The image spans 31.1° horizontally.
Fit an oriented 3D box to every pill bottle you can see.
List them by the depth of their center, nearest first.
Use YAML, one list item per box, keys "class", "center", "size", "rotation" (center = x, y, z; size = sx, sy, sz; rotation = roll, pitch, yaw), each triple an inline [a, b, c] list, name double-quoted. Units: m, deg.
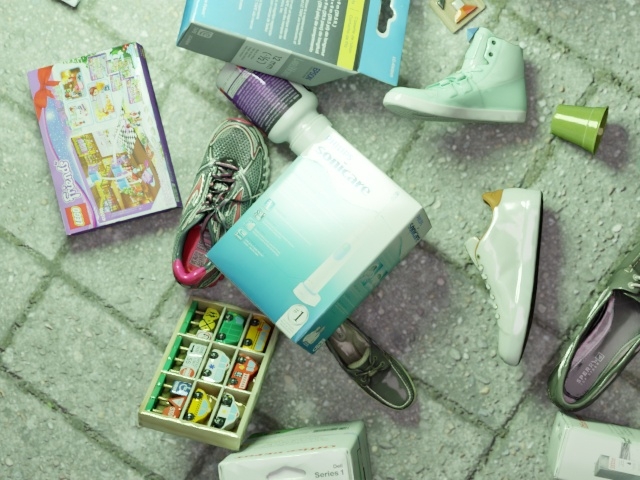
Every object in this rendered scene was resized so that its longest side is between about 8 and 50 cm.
- class: "pill bottle"
  center: [-0.073, -0.231, 1.915]
  size: [0.193, 0.108, 0.108]
  rotation: [45, 95, 5]

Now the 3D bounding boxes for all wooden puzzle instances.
- class: "wooden puzzle"
  center: [0.228, -0.396, 1.928]
  size: [0.116, 0.014, 0.078]
  rotation: [44, 95, 4]

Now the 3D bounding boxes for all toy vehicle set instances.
- class: "toy vehicle set"
  center: [-0.174, 0.210, 1.872]
  size: [0.165, 0.267, 0.035]
  rotation: [12, 133, 6]

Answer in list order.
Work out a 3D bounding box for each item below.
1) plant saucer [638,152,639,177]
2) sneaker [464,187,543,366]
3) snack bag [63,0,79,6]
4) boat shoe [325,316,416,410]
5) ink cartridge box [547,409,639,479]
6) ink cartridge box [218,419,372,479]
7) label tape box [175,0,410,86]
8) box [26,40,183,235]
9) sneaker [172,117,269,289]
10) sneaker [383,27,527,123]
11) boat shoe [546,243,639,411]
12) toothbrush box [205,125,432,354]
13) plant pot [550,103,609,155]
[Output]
- class: "plant saucer"
  center: [0.620, -0.124, 1.874]
  size: [0.194, 0.037, 0.195]
  rotation: [0, 91, 6]
- class: "sneaker"
  center: [0.294, 0.058, 1.886]
  size: [0.123, 0.106, 0.290]
  rotation: [4, 81, 13]
- class: "snack bag"
  center: [-0.476, -0.626, 1.996]
  size: [0.323, 0.037, 0.343]
  rotation: [31, 93, 6]
- class: "boat shoe"
  center: [0.069, 0.199, 1.918]
  size: [0.080, 0.073, 0.223]
  rotation: [-43, 84, 7]
- class: "ink cartridge box"
  center: [0.479, 0.348, 1.830]
  size: [0.217, 0.158, 0.092]
  rotation: [15, 93, 7]
- class: "ink cartridge box"
  center: [-0.032, 0.372, 1.828]
  size: [0.201, 0.278, 0.117]
  rotation: [-8, 89, 7]
- class: "label tape box"
  center: [-0.035, -0.390, 1.859]
  size: [0.347, 0.115, 0.249]
  rotation: [16, 71, -18]
- class: "box"
  center: [-0.369, -0.173, 1.974]
  size: [0.200, 0.057, 0.293]
  rotation: [-14, 89, 6]
- class: "sneaker"
  center: [-0.167, -0.058, 1.926]
  size: [0.120, 0.112, 0.299]
  rotation: [15, 91, 6]
- class: "sneaker"
  center: [0.217, -0.268, 1.858]
  size: [0.255, 0.094, 0.151]
  rotation: [0, 93, -24]
- class: "boat shoe"
  center: [0.486, 0.139, 1.860]
  size: [0.112, 0.095, 0.335]
  rotation: [35, 94, 5]
- class: "toothbrush box"
  center: [0.000, 0.000, 1.862]
  size: [0.216, 0.126, 0.295]
  rotation: [42, 88, 19]
- class: "plant pot"
  center: [0.420, -0.189, 1.880]
  size: [0.079, 0.083, 0.083]
  rotation: [18, 92, 18]
